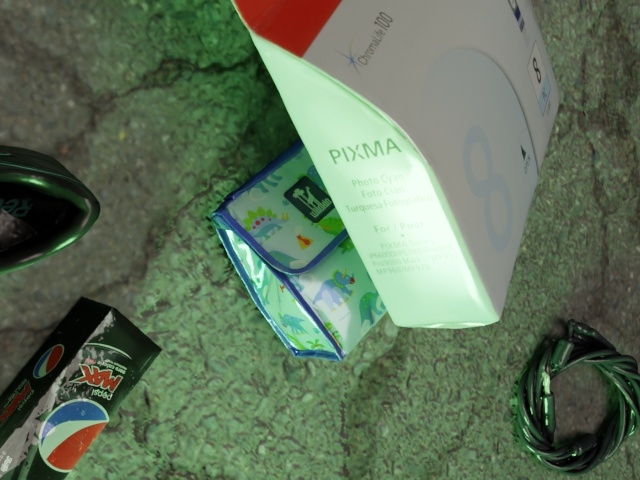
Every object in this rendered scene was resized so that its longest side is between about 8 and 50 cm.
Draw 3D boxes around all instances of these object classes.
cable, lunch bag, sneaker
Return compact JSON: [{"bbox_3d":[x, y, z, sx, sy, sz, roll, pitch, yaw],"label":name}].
[{"bbox_3d":[0.283,0.180,0.994,0.184,0.047,0.151,40,72,-32],"label":"cable"},{"bbox_3d":[0.000,0.000,0.747,0.129,0.096,0.151,-43,107,-27],"label":"lunch bag"},{"bbox_3d":[-0.260,-0.020,0.549,0.267,0.106,0.101,-8,102,-33],"label":"sneaker"}]

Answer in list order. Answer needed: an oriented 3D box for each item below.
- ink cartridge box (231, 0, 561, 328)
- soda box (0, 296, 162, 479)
[{"bbox_3d":[0.067,-0.177,0.679,0.385,0.091,0.308,64,35,-31],"label":"ink cartridge box"},{"bbox_3d":[-0.188,0.122,0.641,0.053,0.060,0.169,47,68,-30],"label":"soda box"}]
